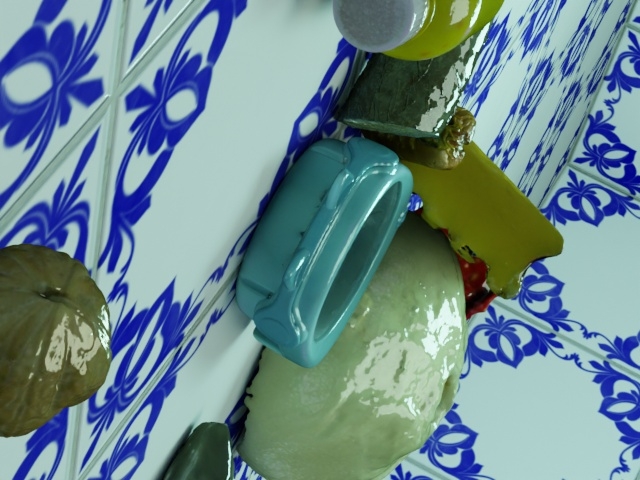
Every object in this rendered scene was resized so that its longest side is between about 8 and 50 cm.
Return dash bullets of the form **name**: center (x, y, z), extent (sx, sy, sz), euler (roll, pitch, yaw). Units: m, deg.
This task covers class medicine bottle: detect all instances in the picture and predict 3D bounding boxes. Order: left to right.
- **medicine bottle**: center (0.075, -0.207, 1.508), extent (0.121, 0.122, 0.212), euler (-67, 169, 23)

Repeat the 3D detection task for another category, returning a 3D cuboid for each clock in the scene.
- **clock**: center (0.000, 0.000, 1.777), extent (0.223, 0.094, 0.274), euler (-61, 168, -7)

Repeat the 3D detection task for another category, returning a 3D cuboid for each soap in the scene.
- **soap**: center (0.173, -0.039, 2.044), extent (0.096, 0.204, 0.324), euler (-44, 178, 5)

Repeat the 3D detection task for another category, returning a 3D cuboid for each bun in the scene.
- **bun**: center (0.062, 0.145, 2.156), extent (0.364, 0.202, 0.364), euler (-59, 167, -22)

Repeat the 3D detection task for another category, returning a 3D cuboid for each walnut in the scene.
- **walnut**: center (-0.172, 0.059, 1.049), extent (0.105, 0.105, 0.124), euler (-52, 174, -45)

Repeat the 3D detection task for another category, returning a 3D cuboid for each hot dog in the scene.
- **hot dog**: center (0.099, -0.113, 1.854), extent (0.071, 0.045, 0.165), euler (-59, -147, -4)

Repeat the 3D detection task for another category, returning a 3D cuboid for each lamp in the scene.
- **lamp**: center (-0.142, 0.301, 1.852), extent (0.101, 0.101, 0.250), euler (56, 50, -79)

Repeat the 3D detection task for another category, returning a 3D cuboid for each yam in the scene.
- **yam**: center (0.099, -0.177, 1.768), extent (0.183, 0.107, 0.107), euler (-65, 170, 0)

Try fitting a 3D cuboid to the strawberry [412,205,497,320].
- **strawberry**: center (0.119, 0.056, 2.393), extent (0.306, 0.137, 0.233), euler (-43, -163, 0)
